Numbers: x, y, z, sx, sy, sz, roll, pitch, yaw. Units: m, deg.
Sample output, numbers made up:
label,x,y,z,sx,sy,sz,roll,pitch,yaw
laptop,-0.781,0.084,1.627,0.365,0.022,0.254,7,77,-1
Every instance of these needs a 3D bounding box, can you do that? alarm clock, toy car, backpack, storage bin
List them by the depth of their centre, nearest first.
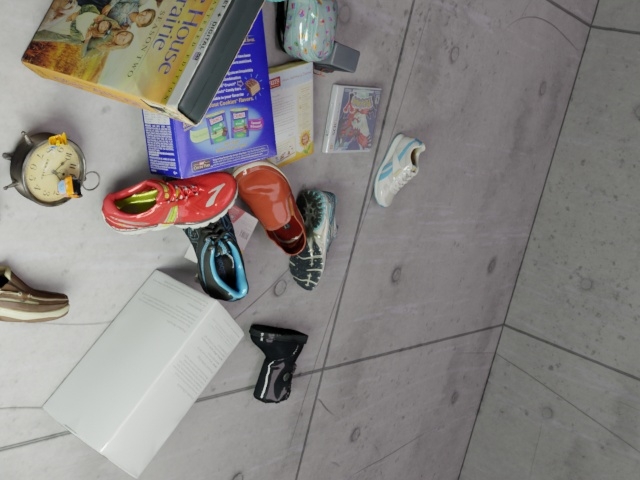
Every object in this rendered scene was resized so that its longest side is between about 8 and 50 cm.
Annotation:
label,x,y,z,sx,sy,sz,roll,pitch,yaw
toy car,-0.460,-0.131,1.354,0.040,0.060,0.122,-9,102,-3
alarm clock,-0.485,-0.126,1.388,0.192,0.064,0.129,17,93,-52
backpack,-0.026,-0.507,1.748,0.152,0.115,0.182,-17,123,-51
storage bin,0.028,-0.451,1.867,0.135,0.091,0.098,4,104,-52

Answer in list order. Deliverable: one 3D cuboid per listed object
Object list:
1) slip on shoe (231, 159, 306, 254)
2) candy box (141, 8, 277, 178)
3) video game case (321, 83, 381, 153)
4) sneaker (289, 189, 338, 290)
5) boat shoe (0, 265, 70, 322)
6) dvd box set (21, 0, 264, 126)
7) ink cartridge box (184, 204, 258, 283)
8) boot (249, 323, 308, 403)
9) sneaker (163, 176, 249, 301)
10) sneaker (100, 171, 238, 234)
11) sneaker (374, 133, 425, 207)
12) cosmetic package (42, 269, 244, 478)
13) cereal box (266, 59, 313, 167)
label,x,y,z,sx,sy,sz,roll,pitch,yaw
slip on shoe,-0.114,-0.079,1.837,0.123,0.101,0.331,-26,139,3
candy box,-0.231,-0.308,1.537,0.268,0.122,0.317,-20,113,-45
video game case,0.087,-0.330,2.065,0.201,0.023,0.183,-10,116,-50
sneaker,0.000,0.000,2.050,0.122,0.110,0.283,-15,119,-52
boat shoe,-0.568,0.095,1.371,0.257,0.095,0.095,4,98,-53
dvd box set,-0.283,-0.370,1.221,0.062,0.420,0.308,35,80,-54
ink cartridge box,-0.241,0.013,1.775,0.115,0.067,0.198,34,79,-53
boot,-0.133,0.341,2.059,0.246,0.094,0.207,21,87,-61
sneaker,-0.232,-0.027,1.637,0.125,0.139,0.341,-26,105,-21
sneaker,-0.297,-0.080,1.508,0.279,0.107,0.118,-17,162,-11
sneaker,0.234,-0.204,2.262,0.087,0.092,0.229,18,94,-56
cosmetic package,-0.372,0.277,1.617,0.385,0.217,0.156,-53,142,-18
cereal box,-0.088,-0.303,1.828,0.173,0.047,0.240,-27,127,-42
